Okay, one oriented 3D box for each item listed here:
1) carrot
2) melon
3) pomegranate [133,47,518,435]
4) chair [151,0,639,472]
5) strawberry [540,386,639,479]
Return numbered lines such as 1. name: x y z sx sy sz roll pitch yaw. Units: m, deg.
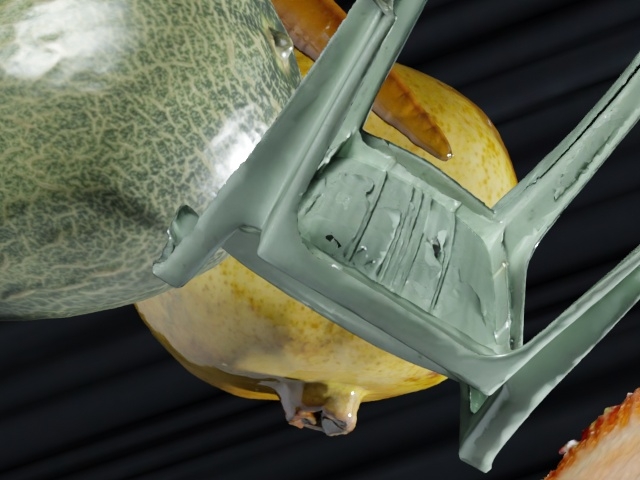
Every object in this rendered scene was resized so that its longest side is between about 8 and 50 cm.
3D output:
1. carrot: -0.017 -0.182 1.544 0.336 0.069 0.069 46 10 2
2. melon: -0.166 -0.071 1.212 0.248 0.329 0.248 -15 90 -73
3. pomegranate: 0.000 0.000 1.908 0.416 0.417 0.416 -19 90 -80
4. chair: 0.048 -0.010 0.982 0.203 0.274 0.190 33 31 -9
5. strawberry: 0.278 0.187 1.473 0.138 0.233 0.306 42 -14 -2
